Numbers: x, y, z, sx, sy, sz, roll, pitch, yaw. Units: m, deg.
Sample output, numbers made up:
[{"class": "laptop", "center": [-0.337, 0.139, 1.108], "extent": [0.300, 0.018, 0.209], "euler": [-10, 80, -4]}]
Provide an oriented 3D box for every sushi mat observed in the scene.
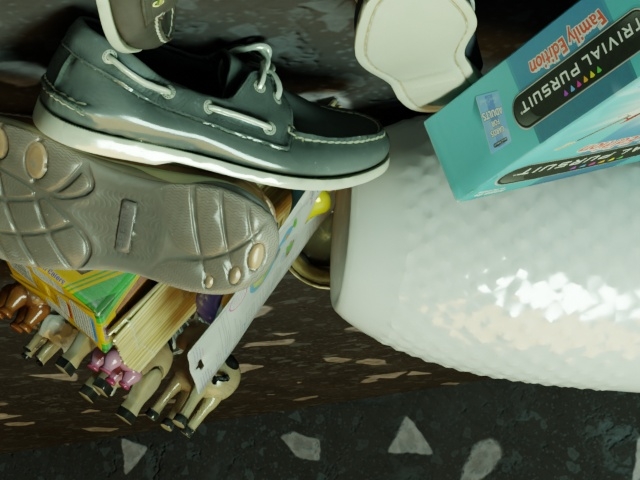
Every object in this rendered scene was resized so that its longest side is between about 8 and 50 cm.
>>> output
[{"class": "sushi mat", "center": [-0.086, -0.001, 1.225], "extent": [0.316, 0.019, 0.151], "euler": [-47, 170, -14]}]

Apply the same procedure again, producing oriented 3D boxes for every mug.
[{"class": "mug", "center": [0.175, 0.010, 1.297], "extent": [0.328, 0.276, 0.374], "euler": [5, 170, -6]}]

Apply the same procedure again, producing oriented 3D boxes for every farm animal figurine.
[{"class": "farm animal figurine", "center": [-0.249, 0.127, 1.673], "extent": [0.330, 0.172, 0.327], "euler": [32, 160, 7]}]

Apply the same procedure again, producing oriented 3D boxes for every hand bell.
[{"class": "hand bell", "center": [0.000, 0.000, 1.551], "extent": [0.126, 0.126, 0.242], "euler": [-4, 177, -6]}]

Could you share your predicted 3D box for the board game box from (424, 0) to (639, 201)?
[{"class": "board game box", "center": [0.277, -0.144, 0.958], "extent": [0.254, 0.079, 0.336], "euler": [-13, 166, -33]}]

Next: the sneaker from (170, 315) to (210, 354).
[{"class": "sneaker", "center": [-0.199, 0.136, 1.992], "extent": [0.132, 0.086, 0.229], "euler": [-17, 172, 22]}]

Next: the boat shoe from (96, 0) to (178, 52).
[{"class": "boat shoe", "center": [-0.113, -0.186, 0.809], "extent": [0.069, 0.081, 0.228], "euler": [-2, 163, 2]}]

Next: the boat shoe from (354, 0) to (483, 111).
[{"class": "boat shoe", "center": [0.078, -0.168, 0.952], "extent": [0.095, 0.079, 0.254], "euler": [-13, 166, 17]}]

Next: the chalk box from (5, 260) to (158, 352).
[{"class": "chalk box", "center": [-0.182, -0.026, 1.183], "extent": [0.132, 0.213, 0.132], "euler": [38, 161, 9]}]

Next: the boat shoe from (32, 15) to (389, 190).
[{"class": "boat shoe", "center": [-0.071, -0.113, 1.037], "extent": [0.319, 0.099, 0.116], "euler": [6, -156, -28]}]

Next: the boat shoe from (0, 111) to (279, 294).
[{"class": "boat shoe", "center": [-0.192, -0.041, 1.062], "extent": [0.324, 0.123, 0.116], "euler": [18, -157, -4]}]

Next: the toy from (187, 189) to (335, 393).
[{"class": "toy", "center": [-0.066, 0.020, 1.182], "extent": [0.056, 0.237, 0.137], "euler": [34, 161, 13]}]
